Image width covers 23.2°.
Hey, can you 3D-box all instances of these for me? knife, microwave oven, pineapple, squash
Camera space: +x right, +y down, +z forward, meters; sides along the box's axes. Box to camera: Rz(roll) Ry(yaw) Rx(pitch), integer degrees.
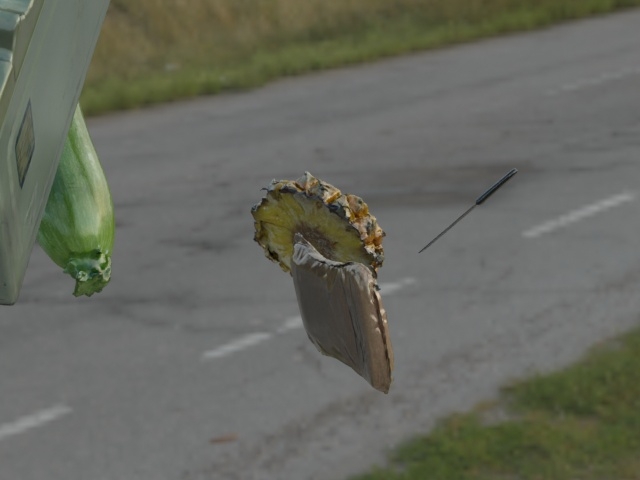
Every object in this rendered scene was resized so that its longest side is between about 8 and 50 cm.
[{"bbox_3d":[0.194,-0.038,2.053,0.170,0.010,0.023,-40,-12,-4],"label":"knife"},{"bbox_3d":[-0.301,-0.174,1.203,0.218,0.355,0.286,12,-29,-1],"label":"microwave oven"},{"bbox_3d":[0.000,0.000,2.055,0.221,0.221,0.047,5,42,36],"label":"pineapple"},{"bbox_3d":[-0.313,-0.116,1.770,0.107,0.395,0.107,-17,-25,-8],"label":"squash"}]

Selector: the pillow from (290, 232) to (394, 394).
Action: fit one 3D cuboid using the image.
[{"bbox_3d":[0.019,0.073,1.555,0.034,0.135,0.211,-14,15,-19],"label":"pillow"}]
